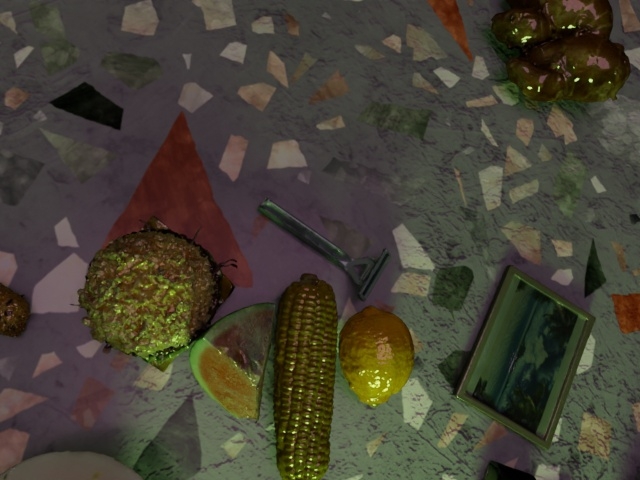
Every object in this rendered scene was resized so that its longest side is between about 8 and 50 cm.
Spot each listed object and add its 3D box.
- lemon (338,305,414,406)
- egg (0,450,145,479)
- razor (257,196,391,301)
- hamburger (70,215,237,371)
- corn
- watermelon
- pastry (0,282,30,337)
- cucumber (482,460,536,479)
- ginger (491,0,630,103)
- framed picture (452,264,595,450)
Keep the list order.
[{"bbox_3d":[0.103,0.213,0.923,0.142,0.142,0.187,0,89,-14],"label":"lemon"},{"bbox_3d":[-0.361,0.477,0.718,0.337,0.201,0.337,-1,59,1],"label":"egg"},{"bbox_3d":[-0.002,0.002,0.997,0.277,0.056,0.111,33,73,3],"label":"razor"},{"bbox_3d":[-0.280,0.084,0.859,0.243,0.138,0.262,37,73,-3],"label":"hamburger"},{"bbox_3d":[-0.029,0.240,0.895,0.120,0.120,0.363,6,74,-12],"label":"corn"},{"bbox_3d":[-0.132,0.195,0.872,0.128,0.231,0.146,20,47,13],"label":"watermelon"},{"bbox_3d":[-0.554,0.103,0.831,0.140,0.056,0.080,24,84,-10],"label":"pastry"},{"bbox_3d":[0.363,0.499,0.965,0.115,0.062,0.116,24,74,-11],"label":"cucumber"},{"bbox_3d":[0.555,-0.477,1.193,0.274,0.152,0.358,-12,79,4],"label":"ginger"},{"bbox_3d":[0.437,0.242,1.059,0.232,0.024,0.315,31,71,-4],"label":"framed picture"}]
